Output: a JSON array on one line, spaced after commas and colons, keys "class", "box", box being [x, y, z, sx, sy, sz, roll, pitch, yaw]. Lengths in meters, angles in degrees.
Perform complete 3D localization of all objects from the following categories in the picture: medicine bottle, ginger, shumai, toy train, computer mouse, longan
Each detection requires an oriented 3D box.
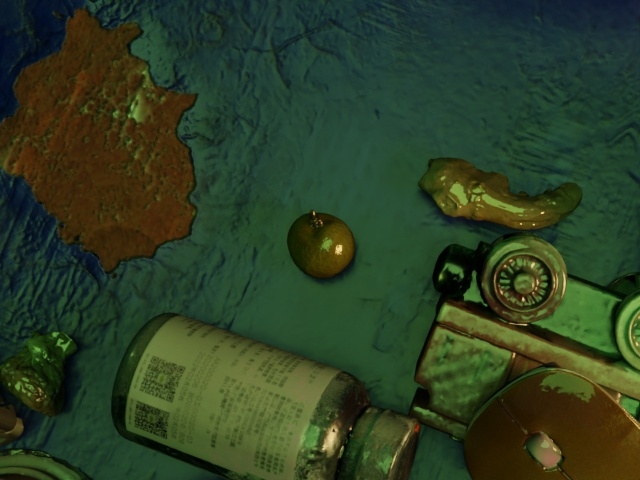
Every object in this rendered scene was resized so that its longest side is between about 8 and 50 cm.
[{"class": "medicine bottle", "box": [-0.052, 0.178, 1.149, 0.293, 0.141, 0.141, 17, 84, 18]}, {"class": "ginger", "box": [0.190, -0.045, 1.226, 0.174, 0.051, 0.069, 15, 49, 0]}, {"class": "shumai", "box": [-0.294, 0.137, 1.235, 0.083, 0.082, 0.080, 42, 87, -15]}, {"class": "toy train", "box": [0.244, 0.120, 1.165, 0.305, 0.150, 0.221, 20, 95, 5]}, {"class": "computer mouse", "box": [0.275, 0.247, 1.105, 0.158, 0.072, 0.310, -42, 109, 17]}, {"class": "longan", "box": [0.000, 0.000, 1.223, 0.075, 0.083, 0.075, -6, 44, 6]}]

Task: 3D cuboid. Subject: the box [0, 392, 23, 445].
[{"class": "box", "box": [-0.442, 0.187, 1.200, 0.227, 0.162, 0.130, -19, 72, 2]}]

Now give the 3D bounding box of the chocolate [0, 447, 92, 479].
[{"class": "chocolate", "box": [-0.326, 0.319, 1.177, 0.221, 0.147, 0.221, 0, 83, 1]}]
